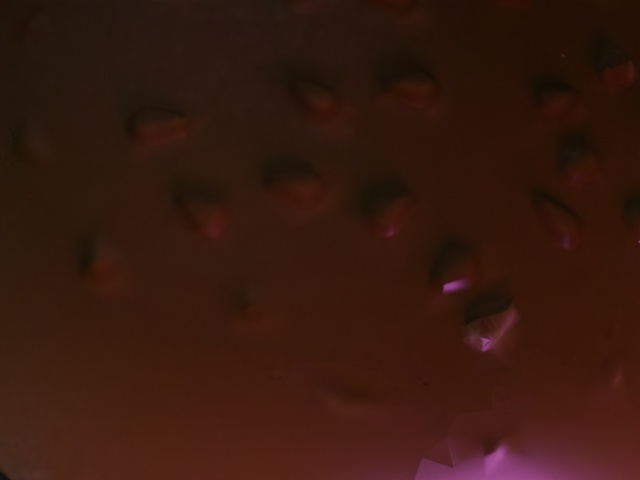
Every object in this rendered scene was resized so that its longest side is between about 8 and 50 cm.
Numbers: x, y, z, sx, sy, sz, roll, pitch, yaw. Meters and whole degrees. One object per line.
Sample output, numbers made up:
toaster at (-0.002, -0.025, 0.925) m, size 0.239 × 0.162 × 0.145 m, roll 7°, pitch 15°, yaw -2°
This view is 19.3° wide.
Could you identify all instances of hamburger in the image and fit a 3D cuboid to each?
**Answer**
hamburger at (0.000, 0.000, 0.478) m, size 0.274 × 0.274 × 0.212 m, roll -20°, pitch 159°, yaw -30°
